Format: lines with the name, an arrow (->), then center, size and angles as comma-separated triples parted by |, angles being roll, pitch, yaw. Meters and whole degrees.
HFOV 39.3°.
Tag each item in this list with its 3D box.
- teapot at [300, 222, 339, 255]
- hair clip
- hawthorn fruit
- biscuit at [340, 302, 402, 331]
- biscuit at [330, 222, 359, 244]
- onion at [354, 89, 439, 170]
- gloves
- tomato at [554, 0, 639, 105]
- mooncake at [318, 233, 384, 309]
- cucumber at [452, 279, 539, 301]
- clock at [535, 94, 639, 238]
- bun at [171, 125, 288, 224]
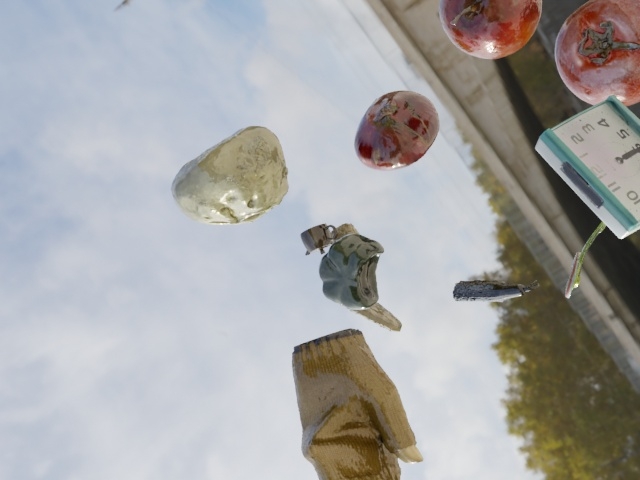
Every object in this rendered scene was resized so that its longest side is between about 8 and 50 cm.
teapot -> 0.000, 0.000, 2.245 | 0.076, 0.121, 0.068 | -11, -105, -54
hair clip -> 0.577, 0.035, 1.967 | 0.033, 0.188, 0.060 | 26, 170, 12
hawthorn fruit -> 0.393, -0.532, 2.031 | 0.231, 0.235, 0.263 | 23, 180, -13
biscuit -> 0.146, 0.196, 2.410 | 0.141, 0.038, 0.289 | 37, -172, 36
biscuit -> 0.083, 0.025, 2.381 | 0.070, 0.082, 0.168 | 50, -173, -43
onion -> 0.196, -0.300, 2.400 | 0.161, 0.248, 0.248 | 48, -157, -25
gloves -> 0.059, 0.324, 1.582 | 0.155, 0.203, 0.357 | 61, -168, -58
tomato -> 0.697, -0.443, 2.112 | 0.227, 0.270, 0.270 | 3, -124, -55
mooncake -> 0.078, 0.075, 2.067 | 0.175, 0.168, 0.104 | 64, -149, -6
cucumber -> 0.284, 0.084, 1.468 | 0.043, 0.163, 0.039 | -47, -65, -28
clock -> 0.591, -0.140, 1.816 | 0.231, 0.116, 0.262 | -28, -113, -28
bun -> -0.236, -0.157, 2.415 | 0.235, 0.326, 0.362 | 63, -178, 0
